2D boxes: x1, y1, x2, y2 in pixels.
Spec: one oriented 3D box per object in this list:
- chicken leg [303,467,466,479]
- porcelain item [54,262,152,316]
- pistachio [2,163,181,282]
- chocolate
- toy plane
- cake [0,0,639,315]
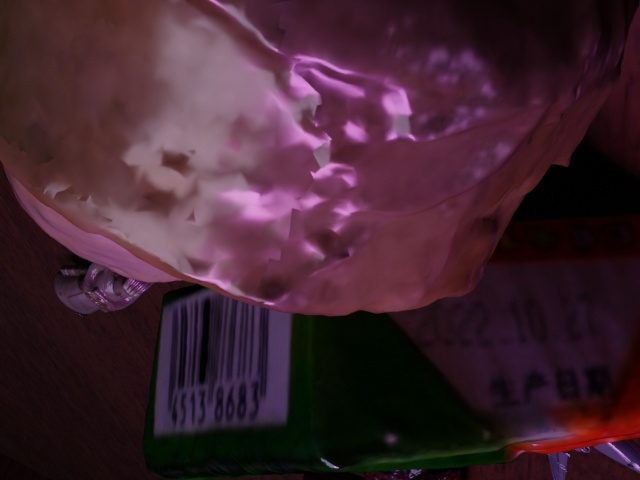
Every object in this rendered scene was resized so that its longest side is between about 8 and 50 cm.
[{"bbox_3d":[0.086,0.333,1.850,0.158,0.096,0.407,39,160,-8],"label":"chicken leg"},{"bbox_3d":[-0.267,0.058,1.758,0.084,0.054,0.213,38,157,-22],"label":"porcelain item"},{"bbox_3d":[-0.118,-0.079,1.026,0.230,0.230,0.309,34,156,-8],"label":"pistachio"},{"bbox_3d":[0.071,0.087,1.042,0.341,0.162,0.360,-3,172,-25],"label":"chocolate"},{"bbox_3d":[0.246,0.168,1.323,0.226,0.058,0.226,30,143,2],"label":"toy plane"},{"bbox_3d":[0.010,-0.171,0.665,0.332,0.332,0.321,30,121,3],"label":"cake"}]
